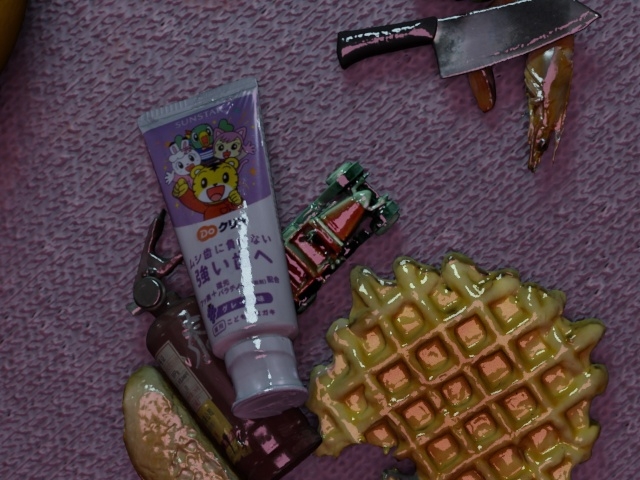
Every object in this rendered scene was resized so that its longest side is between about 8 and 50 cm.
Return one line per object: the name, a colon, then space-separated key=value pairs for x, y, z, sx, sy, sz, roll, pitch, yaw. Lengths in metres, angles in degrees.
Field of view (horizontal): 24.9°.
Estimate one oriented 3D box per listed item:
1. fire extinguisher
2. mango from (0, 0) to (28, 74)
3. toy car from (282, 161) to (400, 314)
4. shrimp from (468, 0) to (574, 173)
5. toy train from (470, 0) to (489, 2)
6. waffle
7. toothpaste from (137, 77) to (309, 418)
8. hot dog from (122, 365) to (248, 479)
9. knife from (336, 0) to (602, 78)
fire extinguisher: x=-0.089 y=0.091 z=1.271 sx=0.106 sy=0.075 sz=0.252 roll=-35 pitch=78 yaw=-17
mango: x=-0.378 y=-0.203 z=1.198 sx=0.264 sy=0.221 sz=0.378 roll=29 pitch=89 yaw=14
toy car: x=0.000 y=0.000 z=1.270 sx=0.143 sy=0.054 sz=0.073 roll=-43 pitch=91 yaw=5
shrimp: x=0.170 y=-0.139 z=1.255 sx=0.095 sy=0.045 sz=0.162 roll=4 pitch=87 yaw=4
toy train: x=0.106 y=-0.286 z=1.244 sx=0.111 sy=0.071 sz=0.170 roll=-8 pitch=94 yaw=13
waffle: x=0.118 y=0.137 z=1.272 sx=0.261 sy=0.056 sz=0.250 roll=10 pitch=94 yaw=5
toothpaste: x=-0.076 y=0.001 z=1.229 sx=0.114 sy=0.073 sz=0.299 roll=-20 pitch=67 yaw=9
hot dog: x=-0.098 y=0.219 z=1.274 sx=0.073 sy=0.084 sz=0.242 roll=-40 pitch=91 yaw=8
knife: x=0.126 y=-0.173 z=1.248 sx=0.230 sy=0.028 sz=0.060 roll=-11 pitch=79 yaw=11
